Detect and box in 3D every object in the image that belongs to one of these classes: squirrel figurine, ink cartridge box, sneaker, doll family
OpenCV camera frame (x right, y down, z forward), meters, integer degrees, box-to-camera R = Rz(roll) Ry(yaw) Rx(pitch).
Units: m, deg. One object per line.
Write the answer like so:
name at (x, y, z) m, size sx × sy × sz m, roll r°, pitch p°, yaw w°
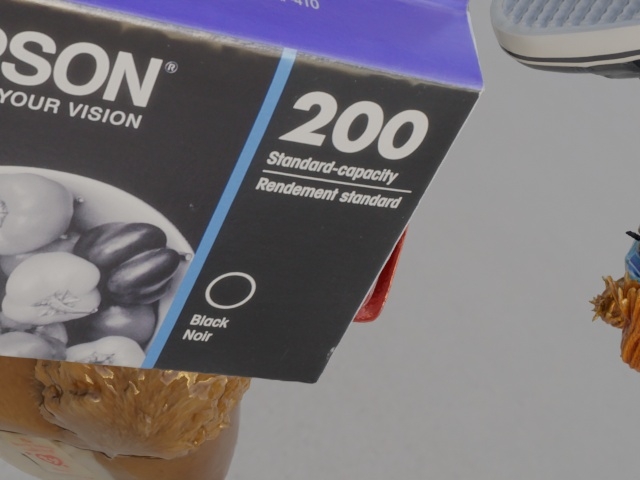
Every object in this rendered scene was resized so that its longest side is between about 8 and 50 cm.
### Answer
squirrel figurine at (-0.133, -0.003, 1.158) m, size 0.281 × 0.397 × 0.370 m, roll 26°, pitch 63°, yaw -14°
ink cartridge box at (-0.056, -0.043, 0.495) m, size 0.206 × 0.208 × 0.045 m, roll 8°, pitch 37°, yaw -26°
sneaker at (0.284, -0.148, 1.028) m, size 0.126 × 0.321 × 0.127 m, roll -92°, pitch 168°, yaw -49°
doll family at (0.275, 0.015, 1.140) m, size 0.118 × 0.163 × 0.263 m, roll 24°, pitch 23°, yaw -10°

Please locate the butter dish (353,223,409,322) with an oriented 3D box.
butter dish at (0.000, 0.000, 1.307) m, size 0.160 × 0.160 × 0.118 m, roll 13°, pitch 14°, yaw -7°
